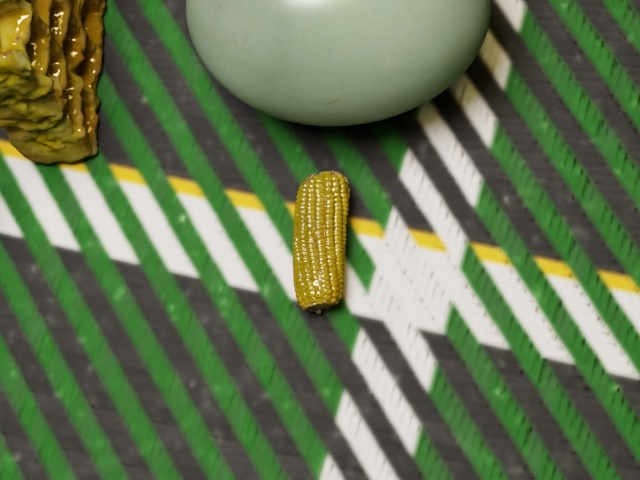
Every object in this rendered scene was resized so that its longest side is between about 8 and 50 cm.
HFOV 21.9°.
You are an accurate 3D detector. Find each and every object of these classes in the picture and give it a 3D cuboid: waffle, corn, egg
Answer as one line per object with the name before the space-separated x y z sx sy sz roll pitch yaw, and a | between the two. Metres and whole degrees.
waffle | -0.189 -0.154 1.042 0.055 0.211 0.160 -2 74 7
corn | 0.000 0.000 1.064 0.037 0.037 0.092 -1 76 8
egg | 0.011 -0.147 1.045 0.192 0.149 0.149 -2 74 7
